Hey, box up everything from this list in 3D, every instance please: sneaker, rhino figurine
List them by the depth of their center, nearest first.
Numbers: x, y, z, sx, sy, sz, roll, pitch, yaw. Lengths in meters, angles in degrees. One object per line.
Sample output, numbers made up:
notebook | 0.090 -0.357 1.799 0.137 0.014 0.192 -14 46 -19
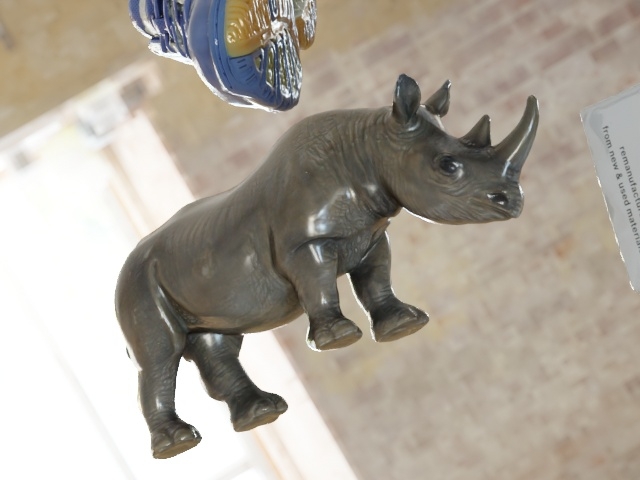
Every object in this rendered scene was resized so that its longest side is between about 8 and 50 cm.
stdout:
rhino figurine | 0.000 0.000 0.892 0.243 0.106 0.073 -34 160 26
sneaker | -0.079 -0.155 1.422 0.131 0.112 0.296 -4 -166 6

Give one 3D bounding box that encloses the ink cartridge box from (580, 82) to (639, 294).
ink cartridge box | 0.250 -0.051 0.830 0.219 0.093 0.160 -25 163 34
